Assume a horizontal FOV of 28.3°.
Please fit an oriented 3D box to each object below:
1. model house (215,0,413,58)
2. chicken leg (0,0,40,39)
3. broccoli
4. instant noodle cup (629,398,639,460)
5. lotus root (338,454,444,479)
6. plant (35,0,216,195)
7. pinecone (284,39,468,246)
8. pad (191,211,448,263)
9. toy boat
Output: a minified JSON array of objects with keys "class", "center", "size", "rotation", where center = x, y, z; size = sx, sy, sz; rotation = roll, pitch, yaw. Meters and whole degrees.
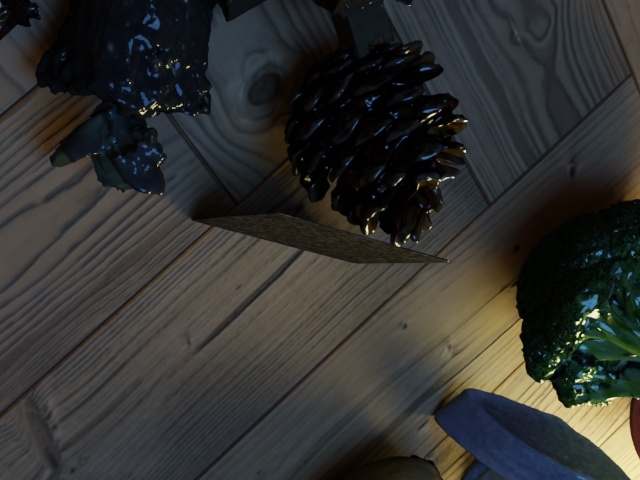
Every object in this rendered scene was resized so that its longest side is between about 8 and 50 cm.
[{"class":"model house","center":[-0.009,-0.267,1.142],"size":[0.204,0.211,0.243],"rotation":[-32,127,-15]},{"class":"chicken leg","center":[-0.321,-0.172,1.077],"size":[0.234,0.063,0.105],"rotation":[-48,125,-2]},{"class":"broccoli","center":[0.381,0.079,1.553],"size":[0.308,0.275,0.308],"rotation":[-45,148,-39]},{"class":"instant noodle cup","center":[0.586,0.255,1.811],"size":[0.178,0.235,0.234],"rotation":[-7,117,-42]},{"class":"lotus root","center":[0.039,0.394,1.542],"size":[0.310,0.183,0.183],"rotation":[-39,129,-5]},{"class":"plant","center":[-0.173,-0.143,1.140],"size":[0.131,0.142,0.203],"rotation":[12,102,-54]},{"class":"pinecone","center":[0.064,-0.102,1.278],"size":[0.179,0.204,0.184],"rotation":[-4,128,-40]},{"class":"pad","center":[0.000,0.000,1.325],"size":[0.235,0.158,0.003],"rotation":[15,79,-38]},{"class":"toy boat","center":[0.260,0.345,1.638],"size":[0.111,0.276,0.293],"rotation":[-51,153,-62]}]
